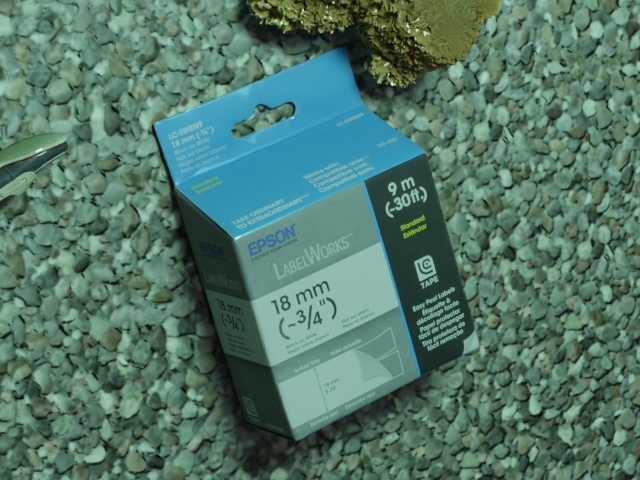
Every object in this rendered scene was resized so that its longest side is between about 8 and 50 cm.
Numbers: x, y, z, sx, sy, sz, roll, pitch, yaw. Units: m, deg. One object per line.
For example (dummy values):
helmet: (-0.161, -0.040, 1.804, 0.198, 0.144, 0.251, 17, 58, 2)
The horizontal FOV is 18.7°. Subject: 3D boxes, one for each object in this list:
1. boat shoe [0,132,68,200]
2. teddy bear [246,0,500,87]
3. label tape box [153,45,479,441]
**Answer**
boat shoe: (-0.294, -0.059, 1.823, 0.137, 0.049, 0.043, -30, 113, -21)
teddy bear: (0.026, -0.302, 1.936, 0.338, 0.113, 0.245, 20, 96, -30)
label tape box: (0.000, 0.000, 1.968, 0.241, 0.106, 0.333, -25, 108, -26)
